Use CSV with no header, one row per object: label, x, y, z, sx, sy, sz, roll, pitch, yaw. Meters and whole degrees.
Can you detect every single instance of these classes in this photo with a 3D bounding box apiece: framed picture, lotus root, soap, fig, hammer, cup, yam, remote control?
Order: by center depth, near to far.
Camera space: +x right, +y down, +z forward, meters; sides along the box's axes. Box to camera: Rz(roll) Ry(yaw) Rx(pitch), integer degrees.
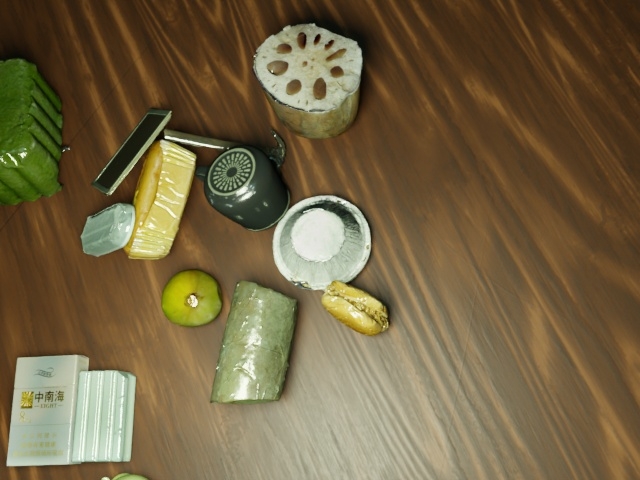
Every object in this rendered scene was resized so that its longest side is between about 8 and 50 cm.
yam,-0.139,0.228,1.468,0.161,0.161,0.268,6,74,11
soap,-0.486,0.396,1.527,0.119,0.066,0.198,-3,73,8
fig,-0.292,0.134,1.548,0.153,0.121,0.136,19,71,40
cup,-0.185,-0.124,1.571,0.223,0.176,0.169,18,76,32
remote control,-0.500,-0.025,1.589,0.247,0.052,0.104,-16,64,50
lotus root,-0.017,-0.363,1.611,0.272,0.192,0.272,-4,63,8
hammer,-0.230,-0.230,1.641,0.297,0.027,0.125,8,71,-8
framed picture,-0.467,-0.222,1.672,0.252,0.014,0.197,-55,30,-8

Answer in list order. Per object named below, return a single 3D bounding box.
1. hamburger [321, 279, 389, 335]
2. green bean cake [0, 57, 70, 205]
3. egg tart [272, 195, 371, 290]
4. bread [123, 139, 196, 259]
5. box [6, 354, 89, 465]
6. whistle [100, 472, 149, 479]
hamburger,0.076,0.148,1.465,0.147,0.138,0.083,27,82,25
green bean cake,-0.820,-0.267,1.717,0.335,0.218,0.319,-9,65,1
egg tart,0.000,0.000,1.547,0.234,0.094,0.234,-3,70,8
bread,-0.385,-0.092,1.614,0.119,0.152,0.288,16,76,-15
box,-0.621,0.388,1.553,0.155,0.067,0.243,-5,73,7
whistle,-0.364,0.613,1.428,0.141,0.141,0.294,-39,89,-3
